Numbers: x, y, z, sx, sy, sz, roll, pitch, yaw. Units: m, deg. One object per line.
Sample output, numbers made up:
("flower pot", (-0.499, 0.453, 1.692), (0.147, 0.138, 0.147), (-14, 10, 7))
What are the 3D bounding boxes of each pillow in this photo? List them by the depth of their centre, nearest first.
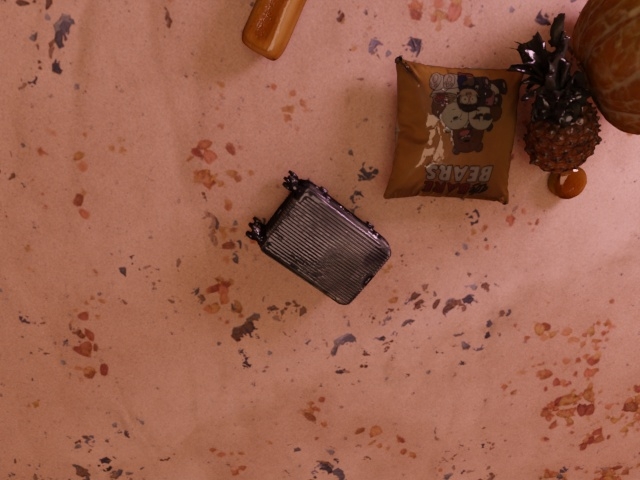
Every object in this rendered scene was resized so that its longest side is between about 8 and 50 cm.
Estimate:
("pillow", (0.300, -0.237, 0.937), (0.309, 0.119, 0.313), (0, 105, -12))

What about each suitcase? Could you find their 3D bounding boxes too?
("suitcase", (0.000, 0.000, 0.991), (0.312, 0.128, 0.202), (36, 102, -15))

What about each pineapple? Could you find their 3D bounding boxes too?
("pineapple", (0.473, -0.289, 0.848), (0.165, 0.166, 0.364), (-39, 136, 9))

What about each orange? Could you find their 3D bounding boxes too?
("orange", (0.649, -0.369, 0.815), (0.249, 0.329, 0.329), (-25, 110, 27))

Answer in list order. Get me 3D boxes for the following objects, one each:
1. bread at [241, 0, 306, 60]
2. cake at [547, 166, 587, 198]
("bread", (-0.073, -0.491, 0.852), (0.092, 0.074, 0.239), (30, 103, 4))
("cake", (0.607, -0.144, 1.033), (0.084, 0.044, 0.084), (-2, 109, -5))
